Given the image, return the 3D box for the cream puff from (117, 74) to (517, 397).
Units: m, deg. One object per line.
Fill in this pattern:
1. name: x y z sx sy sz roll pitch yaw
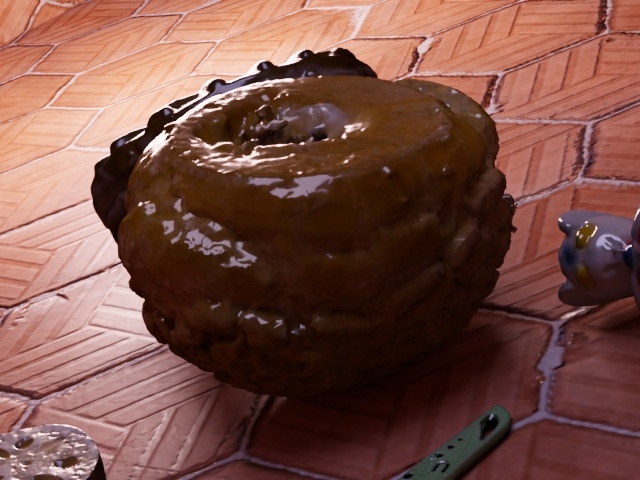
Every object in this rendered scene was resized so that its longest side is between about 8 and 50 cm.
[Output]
1. cream puff: 0.000 0.000 1.355 0.327 0.231 0.343 6 27 31

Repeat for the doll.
1. doll: 0.297 0.012 1.191 0.099 0.188 0.384 4 -3 -25

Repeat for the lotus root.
1. lotus root: -0.221 0.203 1.264 0.112 0.081 0.122 -14 22 7

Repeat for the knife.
1. knife: 0.044 0.198 1.147 0.293 0.020 0.043 -34 25 -33

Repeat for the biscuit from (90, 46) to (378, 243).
1. biscuit: -0.077 -0.083 1.612 0.332 0.103 0.332 -25 -10 -4
